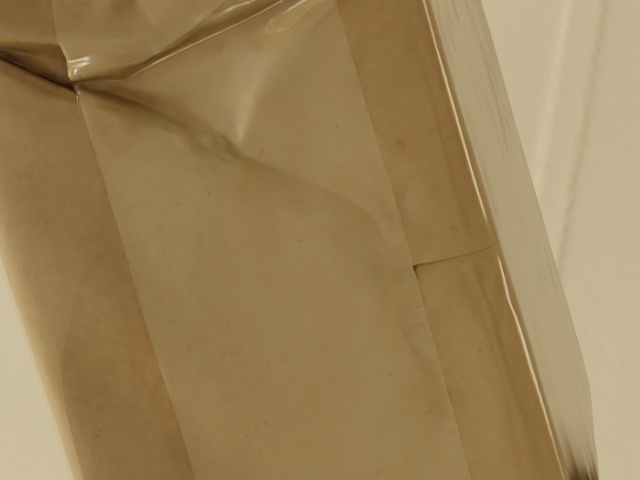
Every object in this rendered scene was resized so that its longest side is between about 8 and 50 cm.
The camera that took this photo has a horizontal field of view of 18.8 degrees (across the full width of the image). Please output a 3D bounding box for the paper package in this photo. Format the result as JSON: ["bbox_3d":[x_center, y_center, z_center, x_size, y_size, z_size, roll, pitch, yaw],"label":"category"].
[{"bbox_3d":[0.000,0.000,0.785,0.168,0.325,0.309,-15,-77,10],"label":"paper package"}]
